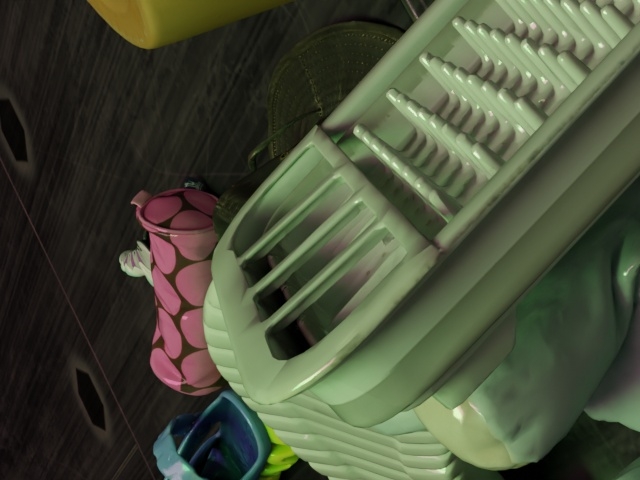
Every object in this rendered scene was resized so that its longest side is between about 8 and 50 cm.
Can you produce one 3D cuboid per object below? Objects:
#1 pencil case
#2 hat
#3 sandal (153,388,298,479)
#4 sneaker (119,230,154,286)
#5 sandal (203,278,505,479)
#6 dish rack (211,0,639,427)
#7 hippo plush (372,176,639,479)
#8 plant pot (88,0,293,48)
[{"bbox_3d":[-0.133,0.049,1.381,0.098,0.095,0.209,12,125,18],"label":"pencil case"},{"bbox_3d":[0.000,0.000,1.052,0.331,0.134,0.331,42,142,44],"label":"hat"},{"bbox_3d":[-0.108,0.249,1.428,0.126,0.138,0.317,48,149,31],"label":"sandal"},{"bbox_3d":[-0.185,0.007,1.510,0.098,0.038,0.069,20,125,45],"label":"sneaker"},{"bbox_3d":[0.036,0.092,0.956,0.169,0.102,0.416,10,153,21],"label":"sandal"},{"bbox_3d":[0.093,-0.064,0.626,0.072,0.333,0.285,41,-176,-15],"label":"dish rack"},{"bbox_3d":[0.187,0.060,0.713,0.236,0.294,0.234,49,-174,-13],"label":"hippo plush"},{"bbox_3d":[-0.074,-0.249,0.842,0.291,0.203,0.291,51,168,16],"label":"plant pot"}]
